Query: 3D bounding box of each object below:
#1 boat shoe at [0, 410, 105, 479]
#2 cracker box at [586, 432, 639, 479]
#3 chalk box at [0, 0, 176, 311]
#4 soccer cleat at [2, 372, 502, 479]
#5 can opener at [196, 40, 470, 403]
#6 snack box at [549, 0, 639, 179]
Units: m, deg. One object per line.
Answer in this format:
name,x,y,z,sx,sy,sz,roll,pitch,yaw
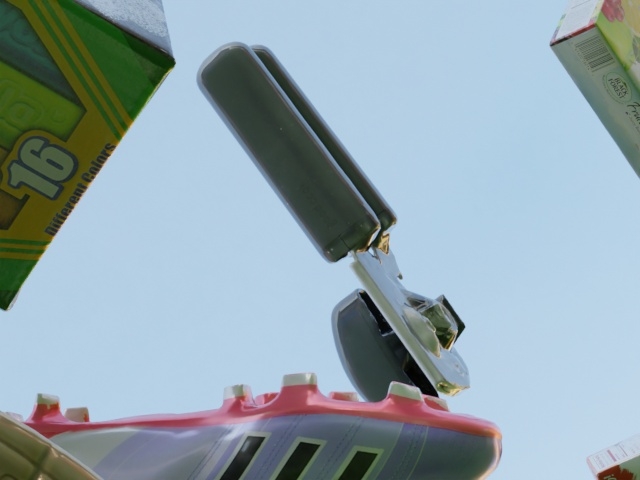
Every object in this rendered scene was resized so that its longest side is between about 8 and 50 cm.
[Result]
boat shoe,-0.177,0.087,0.406,0.285,0.092,0.102,15,-115,-6
cracker box,0.381,0.226,1.256,0.232,0.067,0.155,-26,-86,5
chalk box,-0.184,-0.093,0.550,0.213,0.132,0.132,30,-73,-21
soccer cleat,-0.048,0.107,0.559,0.248,0.083,0.095,-4,-104,16
can opener,0.000,0.000,0.932,0.095,0.076,0.283,-40,-99,19
snack box,0.206,-0.099,0.876,0.141,0.037,0.100,52,-140,-19
